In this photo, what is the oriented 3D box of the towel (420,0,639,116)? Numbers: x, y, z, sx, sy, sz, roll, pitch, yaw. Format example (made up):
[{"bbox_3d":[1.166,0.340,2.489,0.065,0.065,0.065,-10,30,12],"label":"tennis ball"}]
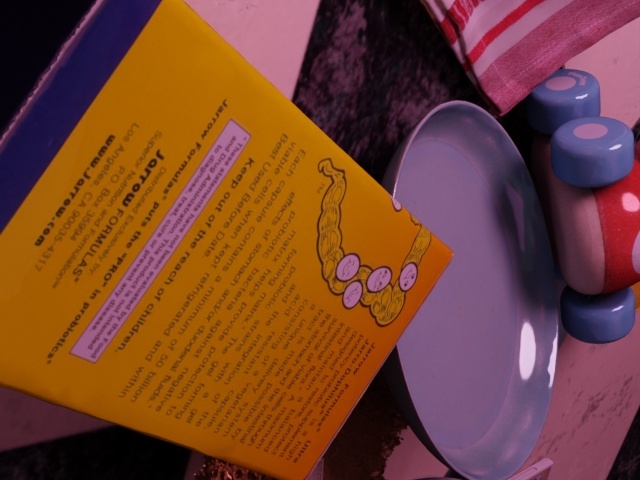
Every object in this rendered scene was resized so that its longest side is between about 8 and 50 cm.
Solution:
[{"bbox_3d":[0.180,-0.252,0.810,0.237,0.037,0.329,-36,144,10],"label":"towel"}]

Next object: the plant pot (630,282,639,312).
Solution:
[{"bbox_3d":[0.351,0.010,1.212,0.134,0.095,0.134,-28,135,-32],"label":"plant pot"}]

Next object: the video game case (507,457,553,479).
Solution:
[{"bbox_3d":[0.271,0.401,1.470,0.143,0.019,0.157,-15,125,-42],"label":"video game case"}]

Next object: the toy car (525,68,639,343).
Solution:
[{"bbox_3d":[0.336,-0.050,0.994,0.238,0.210,0.219,-10,122,3],"label":"toy car"}]

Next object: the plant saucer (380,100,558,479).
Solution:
[{"bbox_3d":[0.122,0.042,0.859,0.317,0.044,0.317,14,73,-55],"label":"plant saucer"}]

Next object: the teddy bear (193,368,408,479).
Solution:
[{"bbox_3d":[-0.020,0.179,0.836,0.245,0.113,0.338,36,69,-38],"label":"teddy bear"}]

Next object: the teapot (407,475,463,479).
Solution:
[{"bbox_3d":[0.081,0.361,1.036,0.256,0.187,0.252,25,58,-55],"label":"teapot"}]

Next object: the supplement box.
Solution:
[{"bbox_3d":[-0.106,-0.016,0.601,0.195,0.194,0.356,-56,144,-2],"label":"supplement box"}]

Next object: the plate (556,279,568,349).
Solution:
[{"bbox_3d":[0.246,0.111,1.227,0.188,0.024,0.188,-27,133,-33],"label":"plate"}]
